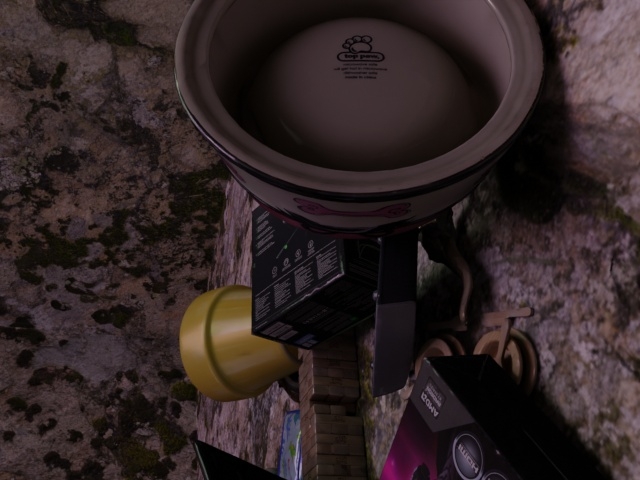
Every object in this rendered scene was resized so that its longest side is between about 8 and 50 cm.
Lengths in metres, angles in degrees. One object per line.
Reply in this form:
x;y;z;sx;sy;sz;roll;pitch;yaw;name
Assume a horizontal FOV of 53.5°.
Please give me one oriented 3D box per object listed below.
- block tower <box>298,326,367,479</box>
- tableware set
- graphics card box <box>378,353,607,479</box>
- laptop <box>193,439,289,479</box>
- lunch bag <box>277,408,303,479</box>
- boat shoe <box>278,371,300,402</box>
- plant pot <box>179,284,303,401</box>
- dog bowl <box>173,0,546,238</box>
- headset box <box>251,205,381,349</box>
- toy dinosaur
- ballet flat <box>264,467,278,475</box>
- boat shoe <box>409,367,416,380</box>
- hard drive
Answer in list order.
0.017;0.308;1.128;0.097;0.090;0.336;117;156;-51;block tower
0.164;0.145;0.726;0.194;0.039;0.128;-25;58;60;tableware set
0.139;0.329;0.636;0.233;0.094;0.371;-126;45;-54;graphics card box
-0.085;0.579;0.961;0.236;0.408;0.382;-42;41;4;laptop
-0.029;0.442;1.236;0.176;0.090;0.219;143;134;-72;lunch bag
-0.078;0.318;1.496;0.183;0.066;0.066;-133;50;-69;boat shoe
-0.131;0.208;1.369;0.238;0.254;0.254;-17;61;33;plant pot
0.044;-0.181;0.755;0.150;0.407;0.408;85;-178;-60;dog bowl
-0.002;0.008;1.109;0.246;0.131;0.283;-36;45;37;headset box
0.155;-0.012;0.824;0.268;0.063;0.118;-104;8;-66;toy dinosaur
-0.141;0.629;1.608;0.068;0.072;0.213;-60;0;-39;ballet flat
0.149;0.168;0.833;0.100;0.035;0.035;152;126;-67;boat shoe
0.097;0.089;0.842;0.255;0.054;0.172;86;-170;-53;hard drive
